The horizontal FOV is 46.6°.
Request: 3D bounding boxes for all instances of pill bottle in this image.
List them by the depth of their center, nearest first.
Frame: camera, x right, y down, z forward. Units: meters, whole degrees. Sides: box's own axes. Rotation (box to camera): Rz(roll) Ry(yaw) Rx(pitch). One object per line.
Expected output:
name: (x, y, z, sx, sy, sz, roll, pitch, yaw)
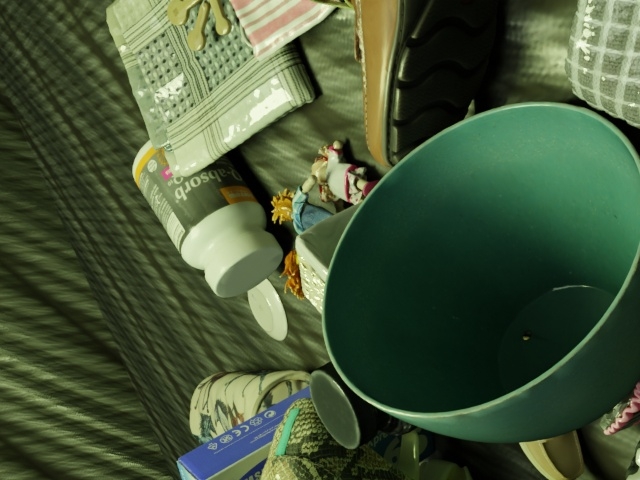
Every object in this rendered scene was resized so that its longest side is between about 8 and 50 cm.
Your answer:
pill bottle: (0.102, 0.142, 0.839, 0.123, 0.219, 0.123, 39, 141, 41)
pill bottle: (-0.190, -0.051, 1.263, 0.278, 0.162, 0.162, 53, 149, 23)

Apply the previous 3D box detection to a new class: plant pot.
plant pot: (0.174, 0.055, 0.646, 0.195, 0.290, 0.290, 40, 168, -34)

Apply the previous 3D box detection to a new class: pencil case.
pencil case: (-0.124, 0.343, 1.432, 0.410, 0.159, 0.184, -22, 75, 62)

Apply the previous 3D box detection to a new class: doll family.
doll family: (0.000, 0.000, 1.017, 0.163, 0.118, 0.263, 32, 136, 47)

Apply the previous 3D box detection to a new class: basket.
basket: (0.066, 0.027, 0.882, 0.113, 0.167, 0.103, 46, 152, 34)

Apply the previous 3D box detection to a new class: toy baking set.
toy baking set: (-0.116, -0.351, 0.984, 0.256, 0.030, 0.197, 10, 107, 31)

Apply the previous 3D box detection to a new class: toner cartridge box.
toner cartridge box: (-0.005, 0.288, 0.994, 0.075, 0.347, 0.165, 16, 124, 54)

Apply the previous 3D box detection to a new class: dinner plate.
dinner plate: (-0.107, 0.126, 1.402, 0.141, 0.017, 0.141, 39, 140, 43)

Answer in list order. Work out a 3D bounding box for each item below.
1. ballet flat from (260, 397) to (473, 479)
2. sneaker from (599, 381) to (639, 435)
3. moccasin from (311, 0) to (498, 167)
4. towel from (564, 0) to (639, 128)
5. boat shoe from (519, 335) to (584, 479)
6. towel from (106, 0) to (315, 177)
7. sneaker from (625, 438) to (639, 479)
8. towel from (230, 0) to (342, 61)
ballet flat: (0.114, 0.338, 0.961, 0.164, 0.182, 0.483, -18, 135, 36)
sneaker: (0.290, 0.134, 0.704, 0.057, 0.047, 0.119, 50, 140, 39)
moccasin: (0.074, -0.253, 0.685, 0.147, 0.139, 0.380, 30, 135, 49)
towel: (0.273, -0.179, 0.418, 0.235, 0.121, 0.284, 36, 139, 42)
boat shoe: (0.241, 0.182, 0.795, 0.170, 0.063, 0.059, 65, 155, 2)
towel: (-0.183, -0.276, 1.090, 0.324, 0.056, 0.312, -24, 89, 40)
sneaker: (0.329, 0.113, 0.575, 0.118, 0.110, 0.292, 21, 128, 29)
towel: (-0.069, -0.341, 0.919, 0.144, 0.029, 0.197, -27, 87, 36)
